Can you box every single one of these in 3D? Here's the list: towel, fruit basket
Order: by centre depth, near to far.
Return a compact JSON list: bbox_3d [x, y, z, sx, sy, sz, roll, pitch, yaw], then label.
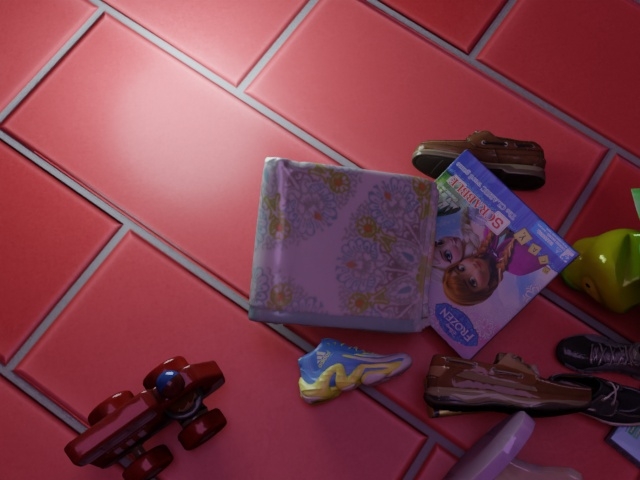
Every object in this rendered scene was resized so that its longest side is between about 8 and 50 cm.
[{"bbox_3d":[0.053,0.017,1.577,0.374,0.090,0.321,6,87,-17],"label":"towel"},{"bbox_3d":[0.670,0.077,1.598,0.391,0.392,0.283,4,47,-1],"label":"fruit basket"}]

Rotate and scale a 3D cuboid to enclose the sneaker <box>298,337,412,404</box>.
[{"bbox_3d":[0.063,0.245,1.635,0.240,0.091,0.126,-17,72,-7],"label":"sneaker"}]

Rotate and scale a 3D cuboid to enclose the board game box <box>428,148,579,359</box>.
[{"bbox_3d":[0.308,0.031,1.665,0.318,0.066,0.319,-47,74,7],"label":"board game box"}]

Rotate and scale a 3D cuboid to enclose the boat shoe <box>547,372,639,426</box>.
[{"bbox_3d":[0.574,0.319,1.615,0.233,0.079,0.084,11,62,14],"label":"boat shoe"}]

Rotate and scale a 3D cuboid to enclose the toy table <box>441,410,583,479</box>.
[{"bbox_3d":[0.350,0.467,1.503,0.161,0.274,0.252,42,40,5],"label":"toy table"}]

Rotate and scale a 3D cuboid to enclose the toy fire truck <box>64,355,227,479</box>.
[{"bbox_3d":[-0.316,0.329,1.505,0.302,0.254,0.169,-34,76,-12],"label":"toy fire truck"}]

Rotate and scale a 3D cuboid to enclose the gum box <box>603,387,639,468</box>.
[{"bbox_3d":[0.704,0.407,1.632,0.184,0.041,0.157,40,74,10],"label":"gum box"}]

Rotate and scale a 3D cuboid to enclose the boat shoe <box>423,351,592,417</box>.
[{"bbox_3d":[0.366,0.277,1.561,0.323,0.122,0.120,5,70,-2],"label":"boat shoe"}]

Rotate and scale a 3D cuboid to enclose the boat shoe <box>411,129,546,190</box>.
[{"bbox_3d":[0.354,-0.189,1.794,0.307,0.111,0.105,10,67,-9],"label":"boat shoe"}]

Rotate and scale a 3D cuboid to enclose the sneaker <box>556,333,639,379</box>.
[{"bbox_3d":[0.614,0.229,1.641,0.228,0.132,0.086,8,71,0],"label":"sneaker"}]

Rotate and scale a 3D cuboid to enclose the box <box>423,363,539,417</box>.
[{"bbox_3d":[0.335,0.310,1.642,0.232,0.058,0.087,-7,72,-4],"label":"box"}]
